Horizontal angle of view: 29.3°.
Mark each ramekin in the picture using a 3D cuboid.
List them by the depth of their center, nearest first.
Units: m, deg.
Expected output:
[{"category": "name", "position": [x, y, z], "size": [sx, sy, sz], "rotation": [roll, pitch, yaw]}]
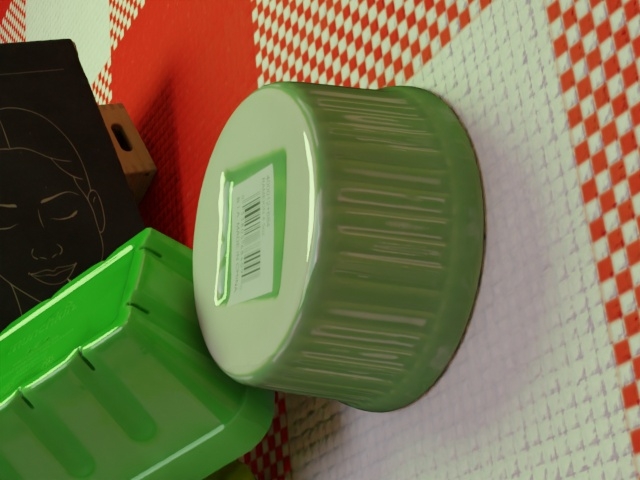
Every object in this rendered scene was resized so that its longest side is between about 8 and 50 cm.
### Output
[{"category": "ramekin", "position": [0.000, 0.000, 1.105], "size": [0.303, 0.148, 0.303], "rotation": [-22, 64, 59]}]

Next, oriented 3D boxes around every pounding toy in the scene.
[{"category": "pounding toy", "position": [-0.314, -0.063, 1.779], "size": [0.181, 0.094, 0.206], "rotation": [60, 139, 23]}]

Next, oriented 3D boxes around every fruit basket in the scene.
[{"category": "fruit basket", "position": [-0.172, 0.228, 1.272], "size": [0.283, 0.392, 0.392], "rotation": [-88, 20, -56]}]

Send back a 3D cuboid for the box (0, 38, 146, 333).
[{"category": "box", "position": [-0.494, 0.024, 1.559], "size": [0.297, 0.480, 0.472], "rotation": [-41, 66, 50]}]
